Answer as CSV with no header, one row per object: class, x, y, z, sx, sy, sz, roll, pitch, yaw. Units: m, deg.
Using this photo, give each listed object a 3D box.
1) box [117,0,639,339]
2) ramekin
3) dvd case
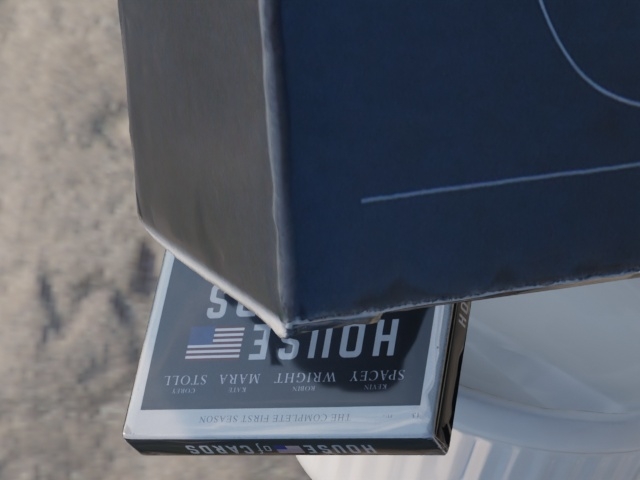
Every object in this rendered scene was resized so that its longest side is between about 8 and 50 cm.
box,0.080,-0.194,0.725,0.294,0.212,0.395,-7,102,-17
ramekin,0.096,0.084,1.211,0.273,0.273,0.127,27,117,20
dvd case,0.000,0.000,1.055,0.179,0.029,0.238,-3,60,26
